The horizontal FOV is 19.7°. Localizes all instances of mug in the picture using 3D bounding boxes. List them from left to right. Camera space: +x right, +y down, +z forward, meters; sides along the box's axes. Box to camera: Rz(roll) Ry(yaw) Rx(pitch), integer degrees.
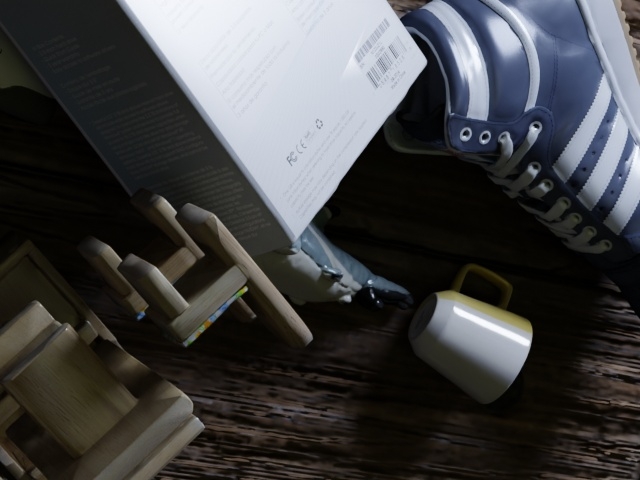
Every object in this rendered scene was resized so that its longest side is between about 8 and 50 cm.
[{"bbox_3d":[0.092,0.059,1.184,0.064,0.078,0.062,28,119,-15],"label":"mug"}]

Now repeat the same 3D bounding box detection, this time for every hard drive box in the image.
[{"bbox_3d":[-0.067,-0.130,1.023,0.232,0.089,0.181,55,45,-20],"label":"hard drive box"}]

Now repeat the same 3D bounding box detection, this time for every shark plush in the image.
[{"bbox_3d":[0.000,0.000,1.133,0.161,0.073,0.067,23,58,-19],"label":"shark plush"}]

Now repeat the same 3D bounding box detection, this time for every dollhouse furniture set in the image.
[{"bbox_3d":[-0.122,0.100,0.991,0.212,0.242,0.161,-43,111,-11],"label":"dollhouse furniture set"}]

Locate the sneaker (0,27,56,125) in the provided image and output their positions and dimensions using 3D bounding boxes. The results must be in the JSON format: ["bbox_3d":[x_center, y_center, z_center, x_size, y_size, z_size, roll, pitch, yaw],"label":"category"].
[{"bbox_3d":[-0.223,-0.186,0.990,0.270,0.090,0.145,35,86,-21],"label":"sneaker"}]

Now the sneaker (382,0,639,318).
[{"bbox_3d":[0.141,-0.040,1.157,0.153,0.099,0.282,-27,100,-22],"label":"sneaker"}]
